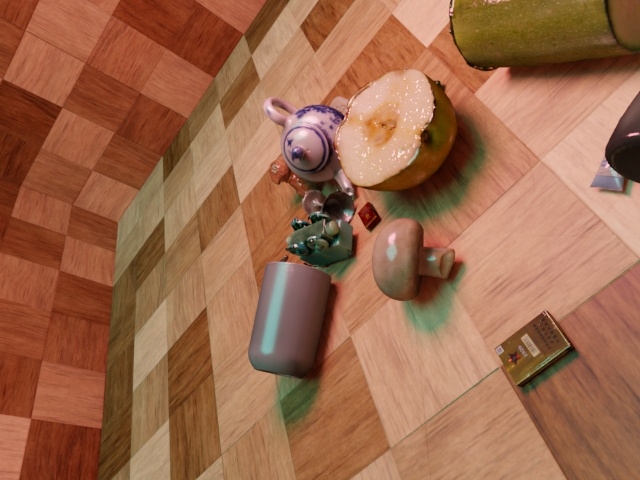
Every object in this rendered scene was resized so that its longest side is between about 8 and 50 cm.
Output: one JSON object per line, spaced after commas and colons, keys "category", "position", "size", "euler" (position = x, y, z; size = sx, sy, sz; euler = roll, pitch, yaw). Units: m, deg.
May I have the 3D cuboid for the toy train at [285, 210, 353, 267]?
{"category": "toy train", "position": [0.000, 0.000, 1.557], "size": [0.203, 0.163, 0.112], "euler": [-19, 55, 44]}

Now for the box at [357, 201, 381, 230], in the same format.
{"category": "box", "position": [0.146, -0.073, 1.533], "size": [0.051, 0.023, 0.082], "euler": [-50, 37, 22]}

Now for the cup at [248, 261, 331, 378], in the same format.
{"category": "cup", "position": [-0.095, 0.235, 1.502], "size": [0.205, 0.205, 0.312], "euler": [-10, 62, 50]}

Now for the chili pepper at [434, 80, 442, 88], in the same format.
{"category": "chili pepper", "position": [0.269, -0.437, 1.552], "size": [0.216, 0.062, 0.108], "euler": [-12, 21, 45]}

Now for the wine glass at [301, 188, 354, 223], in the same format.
{"category": "wine glass", "position": [0.019, -0.113, 1.657], "size": [0.122, 0.122, 0.183], "euler": [-64, 29, 1]}

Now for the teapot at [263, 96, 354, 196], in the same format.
{"category": "teapot", "position": [-0.023, -0.311, 1.665], "size": [0.252, 0.424, 0.280], "euler": [-45, -3, 32]}

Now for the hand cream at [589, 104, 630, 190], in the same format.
{"category": "hand cream", "position": [0.587, -0.179, 0.998], "size": [0.065, 0.043, 0.170], "euler": [20, 91, 57]}

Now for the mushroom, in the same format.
{"category": "mushroom", "position": [0.226, 0.047, 1.237], "size": [0.204, 0.204, 0.204], "euler": [-31, 47, 39]}

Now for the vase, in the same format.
{"category": "vase", "position": [0.640, -0.263, 0.888], "size": [0.173, 0.173, 0.321], "euler": [13, 73, 55]}

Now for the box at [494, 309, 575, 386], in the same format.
{"category": "box", "position": [0.415, 0.211, 0.998], "size": [0.133, 0.023, 0.090], "euler": [-48, 36, 24]}

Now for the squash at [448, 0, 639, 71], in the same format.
{"category": "squash", "position": [0.509, -0.523, 1.124], "size": [0.384, 0.263, 0.263], "euler": [18, 85, 56]}

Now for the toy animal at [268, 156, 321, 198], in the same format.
{"category": "toy animal", "position": [-0.088, -0.208, 1.787], "size": [0.104, 0.185, 0.184], "euler": [-48, 38, 21]}

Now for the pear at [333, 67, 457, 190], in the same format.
{"category": "pear", "position": [0.224, -0.281, 1.410], "size": [0.386, 0.191, 0.340], "euler": [37, 104, 55]}

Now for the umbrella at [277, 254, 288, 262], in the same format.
{"category": "umbrella", "position": [-0.143, 0.082, 1.827], "size": [0.083, 0.020, 0.031], "euler": [-43, 40, 21]}

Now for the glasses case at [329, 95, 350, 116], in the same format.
{"category": "glasses case", "position": [0.093, -0.458, 1.821], "size": [0.083, 0.050, 0.196], "euler": [-61, 35, 10]}
